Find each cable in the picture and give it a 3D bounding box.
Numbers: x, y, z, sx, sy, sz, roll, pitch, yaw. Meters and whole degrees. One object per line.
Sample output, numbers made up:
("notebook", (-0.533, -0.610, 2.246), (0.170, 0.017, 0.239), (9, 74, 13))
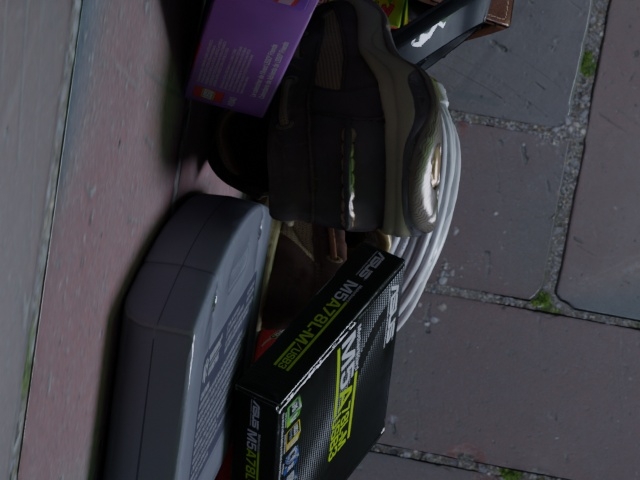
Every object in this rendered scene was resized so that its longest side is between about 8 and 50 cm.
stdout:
("cable", (0.045, -0.026, 1.791), (0.257, 0.089, 0.257), (-62, -159, 20))

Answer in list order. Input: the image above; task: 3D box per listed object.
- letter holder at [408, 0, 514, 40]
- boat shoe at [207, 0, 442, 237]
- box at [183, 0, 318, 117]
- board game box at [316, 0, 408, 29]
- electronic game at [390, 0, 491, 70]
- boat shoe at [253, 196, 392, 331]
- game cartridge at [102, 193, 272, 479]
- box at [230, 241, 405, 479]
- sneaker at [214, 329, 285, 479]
("letter holder", (0.082, -0.366, 1.816), (0.152, 0.214, 0.302), (-8, -110, 62))
("boat shoe", (-0.013, -0.095, 1.293), (0.355, 0.130, 0.132), (-127, -144, -72))
("box", (-0.015, -0.212, 1.060), (0.293, 0.057, 0.201), (126, -22, -72))
("board game box", (0.035, -0.203, 1.772), (0.181, 0.092, 0.043), (73, 27, -79))
("electronic game", (0.054, -0.155, 1.632), (0.229, 0.048, 0.229), (-35, 179, 0))
("boat shoe", (0.000, 0.000, 1.605), (0.342, 0.123, 0.123), (-66, 166, -74))
("game cartridge", (-0.085, 0.076, 1.228), (0.294, 0.060, 0.196), (-63, 166, -74))
("box", (-0.003, 0.126, 1.386), (0.184, 0.045, 0.190), (-44, 150, -42))
("sneaker", (-0.039, 0.155, 1.511), (0.279, 0.118, 0.107), (-74, 171, -51))
